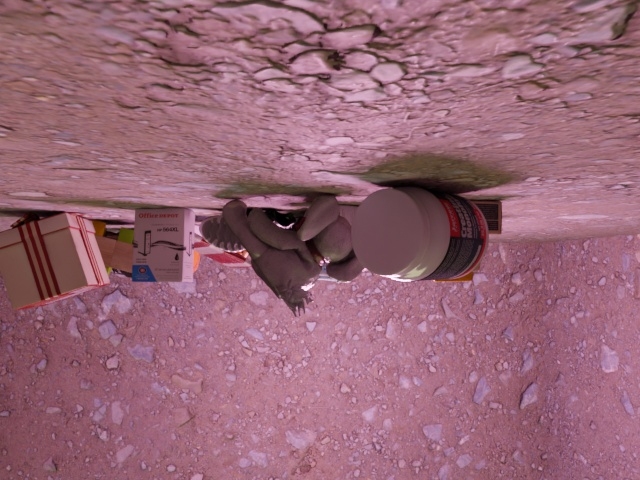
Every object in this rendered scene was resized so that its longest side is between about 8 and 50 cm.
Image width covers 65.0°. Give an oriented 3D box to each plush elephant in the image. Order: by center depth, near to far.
[{"bbox_3d":[-0.037,0.005,1.205,0.255,0.272,0.330,-35,-137,-12],"label":"plush elephant"}]

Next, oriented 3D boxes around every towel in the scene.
[{"bbox_3d":[-0.402,0.010,1.698,0.328,0.037,0.237,29,165,-25],"label":"towel"}]

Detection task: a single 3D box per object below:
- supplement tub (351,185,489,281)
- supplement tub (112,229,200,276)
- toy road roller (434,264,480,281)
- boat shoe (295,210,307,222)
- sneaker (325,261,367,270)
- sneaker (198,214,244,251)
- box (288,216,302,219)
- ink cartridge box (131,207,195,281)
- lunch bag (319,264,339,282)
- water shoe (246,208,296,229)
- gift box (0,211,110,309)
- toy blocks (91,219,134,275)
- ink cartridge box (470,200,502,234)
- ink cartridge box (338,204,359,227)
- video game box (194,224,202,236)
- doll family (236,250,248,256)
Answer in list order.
[{"bbox_3d":[0.212,-0.012,1.049,0.191,0.191,0.272,-3,176,42],"label":"supplement tub"},{"bbox_3d":[-0.704,0.056,2.148,0.337,0.207,0.207,0,177,7],"label":"supplement tub"},{"bbox_3d":[0.385,0.019,1.786,0.329,0.203,0.240,0,-168,-2],"label":"toy road roller"},{"bbox_3d":[-0.056,-0.034,1.532,0.084,0.095,0.258,26,153,-13],"label":"boat shoe"},{"bbox_3d":[0.053,0.032,1.372,0.267,0.101,0.106,0,175,11],"label":"sneaker"},{"bbox_3d":[-0.239,-0.028,1.492,0.281,0.105,0.115,4,-166,-42],"label":"sneaker"},{"bbox_3d":[-0.021,-0.060,1.674,0.115,0.029,0.162,-3,175,31],"label":"box"},{"bbox_3d":[-0.434,0.014,1.392,0.148,0.203,0.086,-1,175,7],"label":"ink cartridge box"},{"bbox_3d":[0.013,0.049,1.908,0.278,0.224,0.108,-1,178,20],"label":"lunch bag"},{"bbox_3d":[-0.162,-0.064,1.409,0.203,0.073,0.080,4,147,-40],"label":"water shoe"},{"bbox_3d":[-0.793,0.043,1.529,0.276,0.258,0.255,-20,179,-12],"label":"gift box"},{"bbox_3d":[-0.717,0.034,1.821,0.380,0.191,0.261,16,-177,-9],"label":"toy blocks"},{"bbox_3d":[0.333,-0.051,1.329,0.193,0.088,0.234,1,176,-11],"label":"ink cartridge box"},{"bbox_3d":[0.091,-0.053,1.391,0.175,0.073,0.127,2,176,-31],"label":"ink cartridge box"},{"bbox_3d":[-0.554,-0.036,1.938,0.186,0.048,0.205,2,177,16],"label":"video game box"},{"bbox_3d":[-0.286,0.011,1.878,0.262,0.119,0.163,1,-152,-25],"label":"doll family"}]
